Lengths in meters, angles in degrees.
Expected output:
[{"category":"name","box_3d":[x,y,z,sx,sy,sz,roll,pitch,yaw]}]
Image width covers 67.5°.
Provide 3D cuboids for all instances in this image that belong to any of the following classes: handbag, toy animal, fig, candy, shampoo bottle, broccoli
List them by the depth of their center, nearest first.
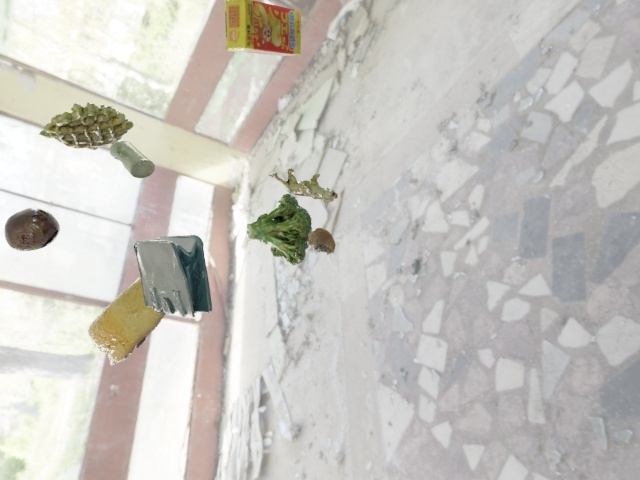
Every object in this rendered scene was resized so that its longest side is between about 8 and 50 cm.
[{"category":"handbag","box_3d":[-0.319,0.079,1.020,0.229,0.062,0.179,1,101,48]},{"category":"fig","box_3d":[-0.677,-0.031,1.136,0.154,0.109,0.103,-137,52,-66]},{"category":"candy","box_3d":[-0.176,-0.671,1.523,0.088,0.276,0.146,13,109,33]},{"category":"toy animal","box_3d":[-0.060,-0.174,1.541,0.241,0.099,0.057,13,59,24]},{"category":"broccoli","box_3d":[-0.156,-0.031,1.813,0.254,0.269,0.269,-56,30,41]},{"category":"shampoo bottle","box_3d":[-0.823,-0.361,2.051,0.234,0.118,0.087,39,120,24]}]

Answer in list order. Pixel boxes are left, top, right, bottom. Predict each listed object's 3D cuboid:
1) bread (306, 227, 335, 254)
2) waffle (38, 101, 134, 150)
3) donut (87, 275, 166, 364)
[{"category":"bread","box_3d":[0.000,0.000,1.648,0.060,0.113,0.082,-29,45,41]},{"category":"waffle","box_3d":[-0.676,-0.328,1.411,0.204,0.223,0.054,-28,76,21]},{"category":"donut","box_3d":[-0.574,0.191,1.577,0.435,0.163,0.377,-52,14,-30]}]
